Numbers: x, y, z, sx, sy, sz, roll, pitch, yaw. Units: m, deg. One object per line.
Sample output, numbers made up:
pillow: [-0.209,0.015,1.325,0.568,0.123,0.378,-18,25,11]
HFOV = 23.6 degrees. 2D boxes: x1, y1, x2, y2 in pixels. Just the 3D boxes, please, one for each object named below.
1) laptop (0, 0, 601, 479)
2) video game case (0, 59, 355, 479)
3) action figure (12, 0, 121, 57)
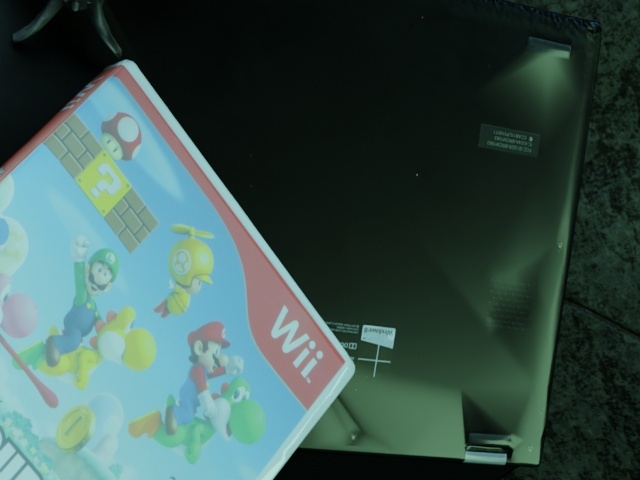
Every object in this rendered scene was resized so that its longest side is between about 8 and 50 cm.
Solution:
laptop: [-0.082,0.043,0.892,0.236,0.381,0.408,9,-89,60]
video game case: [-0.118,0.083,0.686,0.025,0.204,0.285,-8,-145,50]
action figure: [-0.087,-0.189,0.614,0.141,0.164,0.276,-91,-167,-64]
